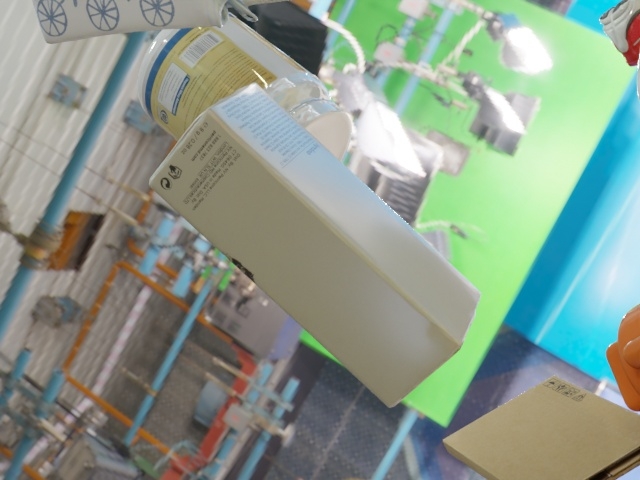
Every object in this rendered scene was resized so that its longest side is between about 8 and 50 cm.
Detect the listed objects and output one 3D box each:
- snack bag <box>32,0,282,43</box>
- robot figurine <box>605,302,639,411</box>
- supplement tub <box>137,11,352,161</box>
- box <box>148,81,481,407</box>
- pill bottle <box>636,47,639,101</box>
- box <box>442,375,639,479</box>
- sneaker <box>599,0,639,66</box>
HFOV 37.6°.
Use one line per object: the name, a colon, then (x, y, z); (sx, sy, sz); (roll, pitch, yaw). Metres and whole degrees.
snack bag: (-0.103, -0.309, 0.673); (0.037, 0.342, 0.323); (-59, -37, -55)
robot figurine: (0.371, 0.090, 0.883); (0.219, 0.158, 0.128); (-46, 15, 50)
supplement tub: (-0.079, -0.137, 0.985); (0.144, 0.199, 0.144); (-38, -26, -23)
box: (0.000, 0.000, 0.787); (0.094, 0.275, 0.113); (-46, 1, 28)
pill bottle: (0.472, -0.232, 1.119); (0.176, 0.176, 0.319); (79, -157, -60)
box: (0.246, 0.214, 1.006); (0.164, 0.201, 0.021); (-26, -74, -16)
sneaker: (0.528, -0.325, 1.428); (0.279, 0.118, 0.107); (-24, -1, -33)
